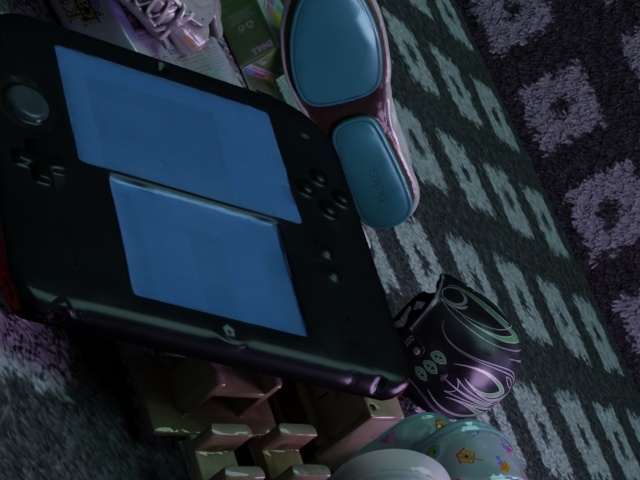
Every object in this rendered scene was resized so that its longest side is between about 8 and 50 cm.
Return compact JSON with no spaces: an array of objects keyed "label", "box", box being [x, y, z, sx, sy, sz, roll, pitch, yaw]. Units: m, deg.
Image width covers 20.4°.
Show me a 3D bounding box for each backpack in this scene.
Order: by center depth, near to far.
[{"label":"backpack","box":[0.118,0.257,1.799,0.166,0.188,0.144,39,28,-51]}]

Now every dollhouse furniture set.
[{"label":"dollhouse furniture set","box":[-0.076,0.150,1.571,0.242,0.161,0.212,7,53,-43]}]

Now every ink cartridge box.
[{"label":"ink cartridge box","box":[-0.077,-0.267,2.276,0.209,0.062,0.109,66,16,12]}]

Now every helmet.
[{"label":"helmet","box":[0.165,0.140,2.175,0.161,0.169,0.169,42,20,-8]}]

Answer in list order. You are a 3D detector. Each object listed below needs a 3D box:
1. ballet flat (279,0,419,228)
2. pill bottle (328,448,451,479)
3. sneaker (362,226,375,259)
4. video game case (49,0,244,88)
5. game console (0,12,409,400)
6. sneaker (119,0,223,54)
[{"label":"ballet flat","box":[0.035,-0.197,2.287,0.139,0.139,0.400,-94,168,-54]},{"label":"pill bottle","box":[0.074,0.339,1.554,0.181,0.181,0.323,50,20,-34]},{"label":"sneaker","box":[0.000,0.000,2.021,0.153,0.094,0.235,54,6,3]},{"label":"video game case","box":[-0.190,-0.226,1.880,0.244,0.061,0.269,62,17,-4]},{"label":"game console","box":[-0.116,-0.032,1.519,0.387,0.060,0.342,15,36,-33]},{"label":"sneaker","box":[-0.154,-0.246,1.756,0.121,0.099,0.262,68,18,5]}]
